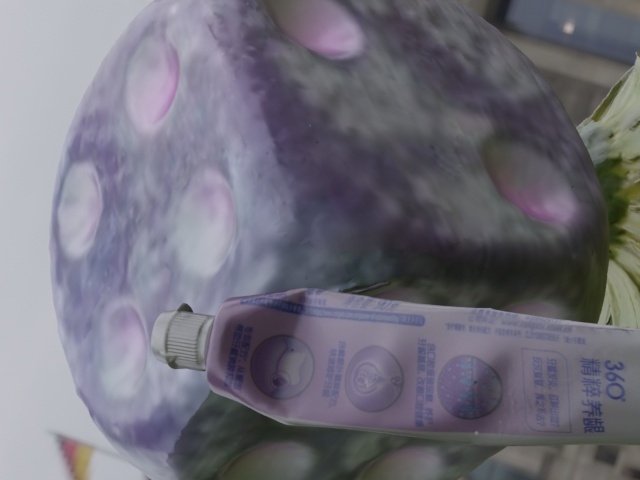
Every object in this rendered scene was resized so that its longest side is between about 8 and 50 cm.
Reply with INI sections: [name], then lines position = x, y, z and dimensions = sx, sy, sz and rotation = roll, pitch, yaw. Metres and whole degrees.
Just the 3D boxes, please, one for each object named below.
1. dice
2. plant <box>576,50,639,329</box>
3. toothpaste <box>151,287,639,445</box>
[dice]
position = 0.000, 0.000, 1.216
dimensions = 0.270, 0.270, 0.271
rotation = -55, 43, 37
[plant]
position = 0.247, -0.049, 1.830
dimensions = 0.261, 0.297, 0.305
rotation = -54, -35, -65
[toothpaste]
position = 0.053, 0.063, 0.957
dimensions = 0.048, 0.301, 0.075
rotation = -36, -52, -61
